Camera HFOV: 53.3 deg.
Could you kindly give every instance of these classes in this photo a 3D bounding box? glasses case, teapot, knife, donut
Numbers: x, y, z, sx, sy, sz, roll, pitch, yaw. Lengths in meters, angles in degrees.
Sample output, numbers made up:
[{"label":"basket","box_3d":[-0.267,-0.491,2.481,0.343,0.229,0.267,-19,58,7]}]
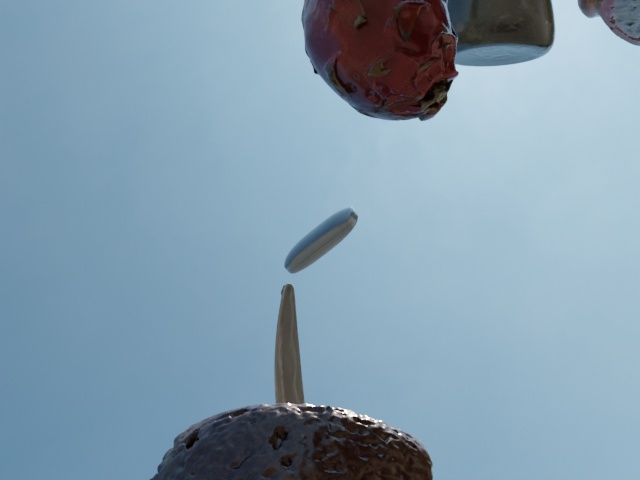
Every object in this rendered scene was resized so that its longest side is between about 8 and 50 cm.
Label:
[{"label":"glasses case","box_3d":[0.000,0.000,1.195,0.178,0.067,0.045,-38,-72,26]},{"label":"teapot","box_3d":[0.298,-0.495,1.212,0.305,0.223,0.285,0,-87,-19]},{"label":"knife","box_3d":[-0.037,0.222,0.820,0.081,0.043,0.336,-31,-65,-61]},{"label":"donut","box_3d":[-0.016,0.177,0.447,0.186,0.126,0.144,-27,-60,34]}]

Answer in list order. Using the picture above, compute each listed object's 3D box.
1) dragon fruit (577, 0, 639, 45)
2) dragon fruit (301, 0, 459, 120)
[{"label":"dragon fruit","box_3d":[0.401,-0.309,0.593,0.290,0.290,0.189,11,-101,-32]},{"label":"dragon fruit","box_3d":[0.027,-0.157,0.413,0.094,0.190,0.094,-12,-25,-6]}]
